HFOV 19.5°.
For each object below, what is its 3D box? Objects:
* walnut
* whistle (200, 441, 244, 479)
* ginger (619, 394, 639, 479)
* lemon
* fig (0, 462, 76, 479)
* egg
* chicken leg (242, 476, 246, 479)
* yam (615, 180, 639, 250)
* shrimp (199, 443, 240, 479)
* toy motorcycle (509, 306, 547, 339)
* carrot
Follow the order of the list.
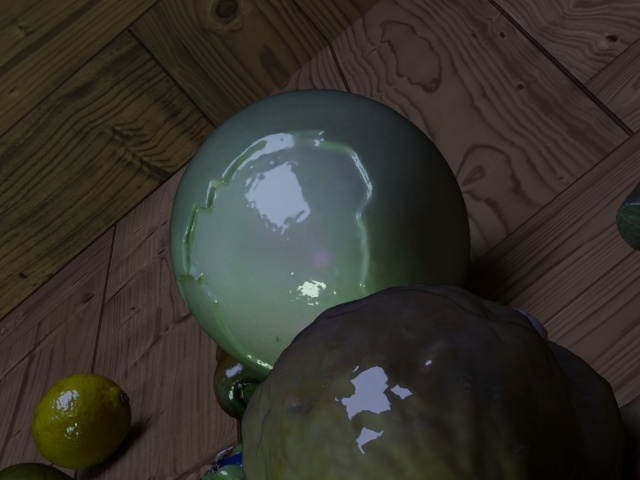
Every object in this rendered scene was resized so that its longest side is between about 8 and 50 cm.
[{"bbox_3d":[0.071,0.151,1.156,0.248,0.248,0.248,-38,15,12],"label":"walnut"},{"bbox_3d":[-0.049,0.210,1.626,0.227,0.085,0.105,-50,8,-31],"label":"whistle"},{"bbox_3d":[0.272,0.093,1.161,0.213,0.074,0.137,-37,21,33],"label":"ginger"},{"bbox_3d":[-0.278,0.210,2.180,0.133,0.109,0.109,-28,19,25],"label":"lemon"},{"bbox_3d":[-0.272,0.309,1.916,0.126,0.133,0.185,-32,47,-31],"label":"fig"},{"bbox_3d":[0.000,0.000,1.717,0.278,0.278,0.336,-41,9,1],"label":"egg"},{"bbox_3d":[0.004,0.244,1.395,0.158,0.096,0.407,-21,18,2],"label":"chicken leg"},{"bbox_3d":[0.304,-0.056,1.525,0.068,0.068,0.169,-22,21,52],"label":"yam"},{"bbox_3d":[-0.094,0.227,1.785,0.092,0.038,0.029,-44,16,-10],"label":"shrimp"},{"bbox_3d":[0.116,0.146,1.394,0.112,0.112,0.254,-33,18,31],"label":"toy motorcycle"},{"bbox_3d":[-0.086,0.133,2.002,0.078,0.078,0.298,-42,10,-2],"label":"carrot"}]
